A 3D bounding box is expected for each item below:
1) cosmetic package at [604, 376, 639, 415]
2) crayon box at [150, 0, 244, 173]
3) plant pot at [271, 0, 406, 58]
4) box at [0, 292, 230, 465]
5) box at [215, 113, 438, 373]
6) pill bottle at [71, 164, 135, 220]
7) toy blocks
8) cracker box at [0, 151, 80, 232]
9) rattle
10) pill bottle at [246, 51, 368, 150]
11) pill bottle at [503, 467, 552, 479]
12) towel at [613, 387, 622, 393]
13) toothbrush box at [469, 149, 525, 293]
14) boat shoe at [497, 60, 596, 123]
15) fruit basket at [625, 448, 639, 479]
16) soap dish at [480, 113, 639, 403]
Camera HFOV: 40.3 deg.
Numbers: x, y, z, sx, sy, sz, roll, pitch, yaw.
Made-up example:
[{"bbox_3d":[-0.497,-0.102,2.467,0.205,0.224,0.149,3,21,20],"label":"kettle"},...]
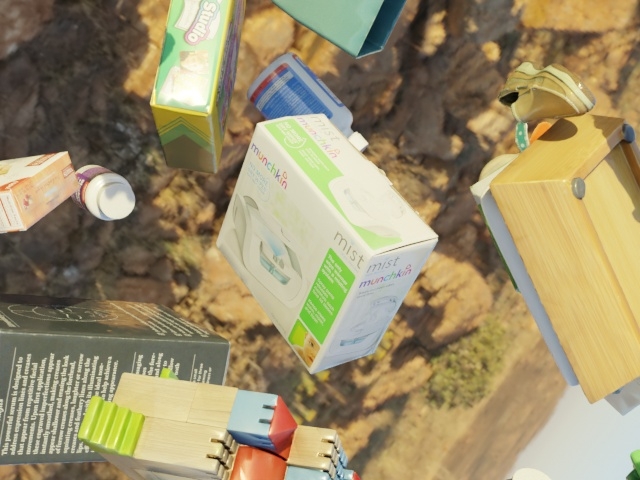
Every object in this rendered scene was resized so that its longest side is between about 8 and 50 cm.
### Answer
[{"bbox_3d":[0.672,0.194,1.750,0.217,0.156,0.385,-41,161,-13],"label":"cosmetic package"},{"bbox_3d":[-0.205,-0.338,1.530,0.313,0.106,0.362,107,-9,-76],"label":"crayon box"},{"bbox_3d":[0.012,-0.415,1.344,0.165,0.234,0.166,-63,171,23],"label":"plant pot"},{"bbox_3d":[-0.403,0.225,1.474,0.396,0.293,0.211,8,95,-34],"label":"box"},{"bbox_3d":[0.000,0.000,1.182,0.127,0.262,0.231,-14,143,-37],"label":"box"},{"bbox_3d":[-0.489,-0.105,1.970,0.108,0.193,0.108,-9,107,-30],"label":"pill bottle"},{"bbox_3d":[-0.088,0.278,1.066,0.381,0.261,0.190,70,29,-55],"label":"toy blocks"},{"bbox_3d":[-0.499,-0.064,1.293,0.155,0.232,0.067,-60,141,-60],"label":"cracker box"},{"bbox_3d":[0.370,-0.117,1.647,0.143,0.130,0.199,-39,163,-53],"label":"rattle"},{"bbox_3d":[-0.020,-0.226,1.601,0.124,0.221,0.124,-42,178,-2],"label":"pill bottle"},{"bbox_3d":[0.404,0.598,1.811,0.146,0.146,0.264,-32,142,-50],"label":"pill bottle"},{"bbox_3d":[0.454,0.187,1.359,0.119,0.067,0.029,-43,159,-45],"label":"towel"},{"bbox_3d":[0.396,0.001,1.434,0.122,0.206,0.283,-36,145,28],"label":"toothbrush box"},{"bbox_3d":[0.265,-0.168,1.050,0.072,0.068,0.190,-40,-167,4],"label":"boat shoe"},{"bbox_3d":[0.695,0.533,1.562,0.165,0.353,0.327,-25,137,5],"label":"fruit basket"},{"bbox_3d":[0.329,0.009,1.038,0.118,0.290,0.229,-16,-164,45],"label":"soap dish"}]
